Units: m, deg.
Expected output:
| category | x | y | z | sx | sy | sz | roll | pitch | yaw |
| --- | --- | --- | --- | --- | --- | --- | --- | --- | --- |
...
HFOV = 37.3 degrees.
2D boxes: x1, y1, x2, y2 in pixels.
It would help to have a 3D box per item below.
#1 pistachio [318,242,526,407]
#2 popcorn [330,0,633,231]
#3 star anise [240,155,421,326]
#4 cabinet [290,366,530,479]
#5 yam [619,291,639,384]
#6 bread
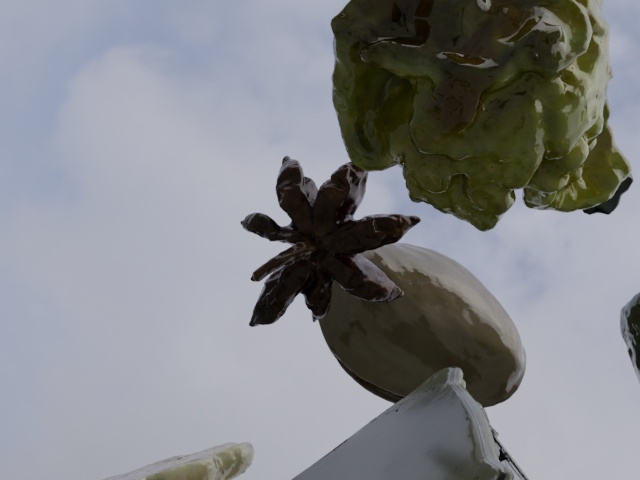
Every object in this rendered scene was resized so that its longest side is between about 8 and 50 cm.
| category | x | y | z | sx | sy | sz | roll | pitch | yaw |
| --- | --- | --- | --- | --- | --- | --- | --- | --- | --- |
| pistachio | 0.125 | 0.115 | 1.215 | 0.288 | 0.197 | 0.166 | 36 | -14 | 0 |
| popcorn | 0.142 | -0.148 | 0.876 | 0.293 | 0.237 | 0.292 | -2 | -99 | 11 |
| star anise | 0.005 | 0.002 | 1.023 | 0.196 | 0.111 | 0.212 | 12 | -96 | -1 |
| cabinet | 0.152 | 0.341 | 0.903 | 0.227 | 0.290 | 0.318 | -38 | -81 | 6 |
| yam | 0.440 | 0.165 | 0.988 | 0.195 | 0.195 | 0.300 | -54 | -146 | 41 |
| bread | -0.237 | 0.329 | 1.257 | 0.316 | 0.316 | 0.054 | -25 | -101 | 43 |
